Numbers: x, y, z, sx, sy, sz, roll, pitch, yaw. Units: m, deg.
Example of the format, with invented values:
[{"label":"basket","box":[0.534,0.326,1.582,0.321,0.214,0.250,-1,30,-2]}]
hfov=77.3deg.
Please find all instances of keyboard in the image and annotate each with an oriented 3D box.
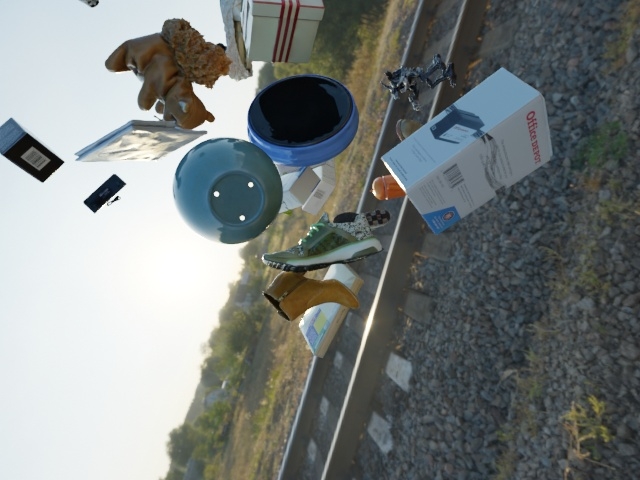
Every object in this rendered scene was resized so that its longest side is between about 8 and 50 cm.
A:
[{"label":"keyboard","box":[-0.896,-0.189,1.685,0.180,0.108,0.023,-48,-12,-11]}]

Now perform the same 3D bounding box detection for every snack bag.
[{"label":"snack bag","box":[-0.604,-0.339,1.387,0.343,0.323,0.037,-21,-85,-60]}]

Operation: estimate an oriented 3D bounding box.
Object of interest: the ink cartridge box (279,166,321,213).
[{"label":"ink cartridge box","box":[-0.117,-0.192,1.545,0.203,0.086,0.148,-12,39,51]}]

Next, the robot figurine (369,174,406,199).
[{"label":"robot figurine","box":[0.368,-0.281,2.081,0.128,0.220,0.158,79,-178,-45]}]

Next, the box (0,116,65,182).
[{"label":"box","box":[-1.018,-0.314,1.387,0.108,0.207,0.153,-50,-37,-12]}]

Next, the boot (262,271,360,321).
[{"label":"boot","box":[-0.033,0.209,1.379,0.211,0.295,0.104,-49,-16,-35]}]

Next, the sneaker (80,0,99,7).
[{"label":"sneaker","box":[-0.811,-0.832,1.250,0.108,0.302,0.121,-44,-17,-11]}]

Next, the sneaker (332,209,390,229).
[{"label":"sneaker","box":[0.235,-0.096,2.350,0.146,0.331,0.122,97,169,-71]}]

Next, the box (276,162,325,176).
[{"label":"box","box":[-0.139,-0.482,1.955,0.058,0.233,0.321,-132,21,-85]}]

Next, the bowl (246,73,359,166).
[{"label":"bowl","box":[-0.065,-0.423,1.365,0.077,0.392,0.390,79,-160,-58]}]

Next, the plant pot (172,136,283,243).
[{"label":"plant pot","box":[-0.221,-0.115,1.003,0.195,0.291,0.289,-147,73,-68]}]

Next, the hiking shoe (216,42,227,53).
[{"label":"hiking shoe","box":[-0.446,-0.877,1.895,0.226,0.086,0.114,-88,-14,-65]}]

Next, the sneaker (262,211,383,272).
[{"label":"sneaker","box":[0.000,0.000,1.352,0.158,0.411,0.181,136,123,-69]}]

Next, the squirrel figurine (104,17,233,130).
[{"label":"squirrel figurine","box":[-0.542,-0.628,1.554,0.397,0.370,0.281,-40,-16,11]}]

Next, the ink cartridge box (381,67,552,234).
[{"label":"ink cartridge box","box":[0.327,-0.184,0.894,0.308,0.223,0.129,-36,50,13]}]

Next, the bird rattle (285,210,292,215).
[{"label":"bird rattle","box":[-0.249,-0.215,2.011,0.143,0.254,0.206,31,-104,-62]}]

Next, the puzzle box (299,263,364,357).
[{"label":"puzzle box","box":[0.041,0.303,1.874,0.408,0.052,0.272,-62,24,9]}]

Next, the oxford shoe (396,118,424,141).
[{"label":"oxford shoe","box":[0.456,-0.397,1.582,0.130,0.349,0.122,-10,65,60]}]

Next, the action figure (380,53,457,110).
[{"label":"action figure","box":[0.338,-0.568,1.458,0.276,0.164,0.140,-2,75,47]}]

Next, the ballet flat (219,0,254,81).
[{"label":"ballet flat","box":[-0.342,-0.908,1.740,0.147,0.147,0.408,-93,3,-67]}]

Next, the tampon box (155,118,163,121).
[{"label":"tampon box","box":[-0.731,-0.539,1.974,0.101,0.161,0.120,-104,-7,-51]}]

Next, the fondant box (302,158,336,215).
[{"label":"fondant box","box":[-0.011,-0.340,2.298,0.238,0.096,0.330,-54,23,37]}]

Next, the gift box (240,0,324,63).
[{"label":"gift box","box":[-0.148,-0.776,1.310,0.258,0.255,0.276,123,133,-63]}]
